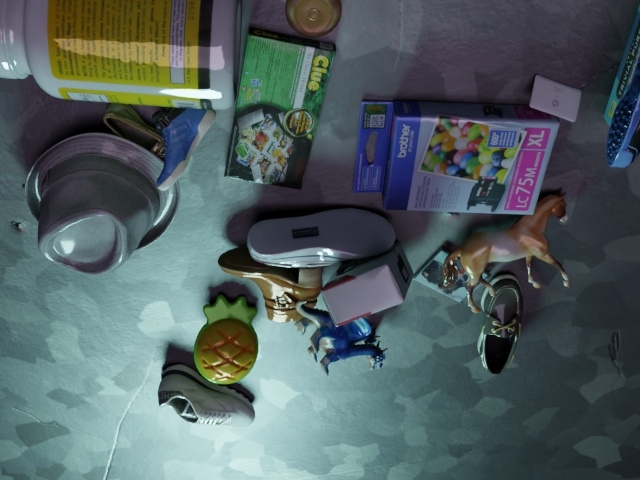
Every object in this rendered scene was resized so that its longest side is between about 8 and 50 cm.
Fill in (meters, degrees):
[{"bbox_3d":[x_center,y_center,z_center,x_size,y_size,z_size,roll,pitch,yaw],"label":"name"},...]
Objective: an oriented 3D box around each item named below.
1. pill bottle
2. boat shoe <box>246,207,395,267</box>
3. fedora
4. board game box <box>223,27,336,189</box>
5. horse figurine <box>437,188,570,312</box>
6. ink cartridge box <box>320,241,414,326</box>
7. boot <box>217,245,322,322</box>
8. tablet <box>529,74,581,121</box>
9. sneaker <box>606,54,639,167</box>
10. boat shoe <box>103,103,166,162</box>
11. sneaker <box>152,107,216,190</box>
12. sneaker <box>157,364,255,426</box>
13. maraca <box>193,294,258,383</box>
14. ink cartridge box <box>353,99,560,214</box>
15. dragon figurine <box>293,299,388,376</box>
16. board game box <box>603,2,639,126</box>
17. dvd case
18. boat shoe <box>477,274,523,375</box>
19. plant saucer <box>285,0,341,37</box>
[{"bbox_3d":[-0.279,-0.282,1.037,0.334,0.188,0.188,4,129,-4],"label":"pill bottle"},{"bbox_3d":[0.000,0.000,1.346,0.258,0.095,0.084,1,158,-3],"label":"boat shoe"},{"bbox_3d":[-0.370,-0.035,1.250,0.244,0.124,0.275,35,130,-31],"label":"fedora"},{"bbox_3d":[-0.069,-0.201,1.209,0.136,0.030,0.259,11,128,-7],"label":"board game box"},{"bbox_3d":[0.328,0.029,1.361,0.263,0.066,0.174,-16,116,14],"label":"horse figurine"},{"bbox_3d":[0.085,0.073,1.334,0.127,0.175,0.072,-23,97,16],"label":"ink cartridge box"},{"bbox_3d":[-0.095,0.090,1.417,0.197,0.073,0.152,7,133,-3],"label":"boot"},{"bbox_3d":[0.368,-0.222,1.190,0.083,0.006,0.054,15,82,-13],"label":"tablet"},{"bbox_3d":[0.485,-0.200,1.083,0.090,0.081,0.232,10,128,0],"label":"sneaker"},{"bbox_3d":[-0.284,-0.160,1.224,0.056,0.048,0.153,-31,123,22],"label":"boat shoe"},{"bbox_3d":[-0.237,-0.159,1.193,0.084,0.058,0.152,31,92,-20],"label":"sneaker"},{"bbox_3d":[-0.243,0.355,1.613,0.235,0.095,0.090,30,121,-24],"label":"sneaker"},{"bbox_3d":[-0.182,0.195,1.486,0.127,0.099,0.185,3,104,-16],"label":"maraca"},{"bbox_3d":[0.214,-0.134,1.249,0.311,0.065,0.186,3,128,-1],"label":"ink cartridge box"},{"bbox_3d":[0.037,0.160,1.439,0.144,0.085,0.289,-34,132,-13],"label":"dragon figurine"},{"bbox_3d":[0.630,-0.272,1.131,0.336,0.079,0.254,2,129,-2],"label":"board game box"},{"bbox_3d":[0.249,0.067,1.440,0.119,0.013,0.087,26,124,-21],"label":"dvd case"},{"bbox_3d":[0.355,0.168,1.487,0.081,0.068,0.228,-2,129,0],"label":"boat shoe"},{"bbox_3d":[-0.010,-0.333,1.111,0.083,0.015,0.083,-1,129,-1],"label":"plant saucer"}]
